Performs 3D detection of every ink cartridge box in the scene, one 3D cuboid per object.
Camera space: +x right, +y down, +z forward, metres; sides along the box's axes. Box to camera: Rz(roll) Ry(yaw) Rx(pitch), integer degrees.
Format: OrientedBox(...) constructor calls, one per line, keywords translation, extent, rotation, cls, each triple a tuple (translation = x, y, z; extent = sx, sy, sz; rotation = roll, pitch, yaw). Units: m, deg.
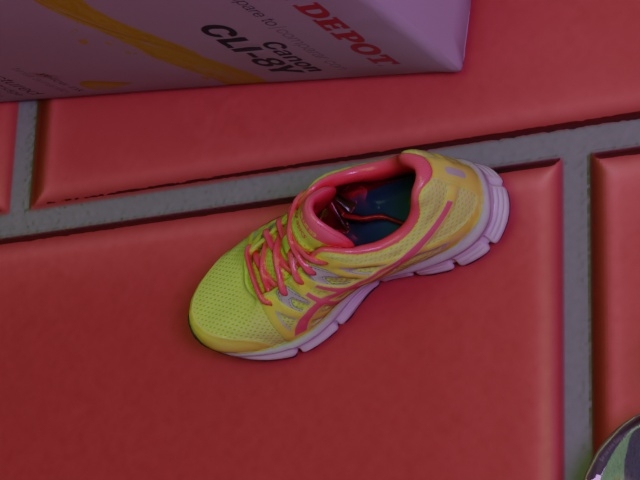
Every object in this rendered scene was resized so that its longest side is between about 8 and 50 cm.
OrientedBox(translation=(-0.131, -0.203, 1.132), extent=(0.384, 0.279, 0.160), rotation=(-2, 74, 30), cls="ink cartridge box")

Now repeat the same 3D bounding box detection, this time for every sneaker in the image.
OrientedBox(translation=(0.000, 0.000, 1.101), extent=(0.208, 0.094, 0.081), rotation=(-30, 63, 21), cls="sneaker")

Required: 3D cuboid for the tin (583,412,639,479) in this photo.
OrientedBox(translation=(0.185, 0.180, 0.970), extent=(0.106, 0.040, 0.190), rotation=(-3, 73, 34), cls="tin")
